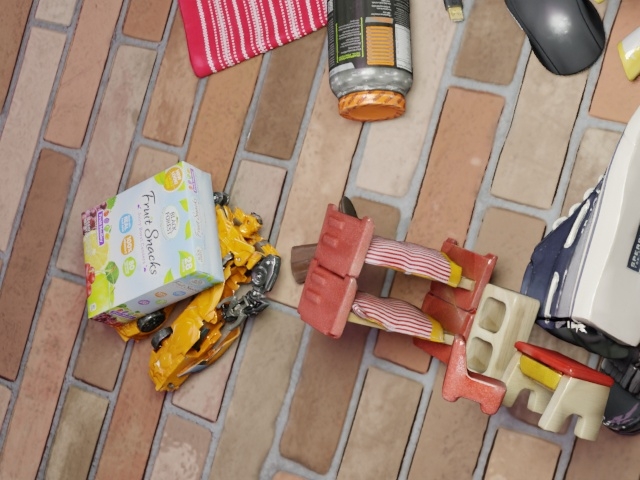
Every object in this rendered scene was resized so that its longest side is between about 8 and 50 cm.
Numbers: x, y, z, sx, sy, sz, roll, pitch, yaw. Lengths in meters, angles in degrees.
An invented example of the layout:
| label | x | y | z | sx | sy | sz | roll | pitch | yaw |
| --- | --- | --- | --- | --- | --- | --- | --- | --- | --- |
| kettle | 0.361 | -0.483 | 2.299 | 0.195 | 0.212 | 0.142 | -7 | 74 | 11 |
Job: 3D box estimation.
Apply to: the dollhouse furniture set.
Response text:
| label | x | y | z | sx | sy | sz | roll | pitch | yaw |
| --- | --- | --- | --- | --- | --- | --- | --- | --- | --- |
| dollhouse furniture set | 0.151 | 0.083 | 1.262 | 0.374 | 0.201 | 0.152 | 24 | 98 | 61 |

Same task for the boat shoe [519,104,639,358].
| label | x | y | z | sx | sy | sz | roll | pitch | yaw |
| --- | --- | --- | --- | --- | --- | --- | --- | --- | --- |
| boat shoe | 0.341 | -0.032 | 1.303 | 0.158 | 0.127 | 0.340 | 5 | 68 | 62 |

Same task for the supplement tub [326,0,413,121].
| label | x | y | z | sx | sy | sz | roll | pitch | yaw |
| --- | --- | --- | --- | --- | --- | --- | --- | --- | --- |
| supplement tub | 0.067 | -0.266 | 1.494 | 0.117 | 0.117 | 0.190 | -6 | 80 | 28 |

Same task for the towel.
| label | x | y | z | sx | sy | sz | roll | pitch | yaw |
| --- | --- | --- | --- | --- | --- | --- | --- | --- | --- |
| towel | -0.098 | -0.380 | 1.652 | 0.275 | 0.031 | 0.199 | -18 | 75 | 25 |

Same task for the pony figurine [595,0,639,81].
| label | x | y | z | sx | sy | sz | roll | pitch | yaw |
| --- | --- | --- | --- | --- | --- | --- | --- | --- | --- |
| pony figurine | 0.477 | -0.376 | 1.228 | 0.363 | 0.303 | 0.351 | -18 | 106 | 22 |

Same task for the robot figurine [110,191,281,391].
| label | x | y | z | sx | sy | sz | roll | pitch | yaw |
| --- | --- | --- | --- | --- | --- | --- | --- | --- | --- |
| robot figurine | -0.175 | 0.070 | 1.597 | 0.291 | 0.085 | 0.211 | -48 | 64 | 15 |

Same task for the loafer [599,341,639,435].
| label | x | y | z | sx | sy | sz | roll | pitch | yaw |
| --- | --- | --- | --- | --- | --- | --- | --- | --- | --- |
| loafer | 0.407 | 0.093 | 1.267 | 0.109 | 0.095 | 0.302 | 37 | 101 | 28 |

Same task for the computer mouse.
| label | x | y | z | sx | sy | sz | roll | pitch | yaw |
| --- | --- | --- | --- | --- | --- | --- | --- | --- | --- |
| computer mouse | 0.251 | -0.322 | 1.434 | 0.184 | 0.060 | 0.262 | -24 | 71 | 23 |

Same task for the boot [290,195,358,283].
| label | x | y | z | sx | sy | sz | roll | pitch | yaw |
| --- | --- | --- | --- | --- | --- | --- | --- | --- | --- |
| boot | 0.000 | 0.000 | 1.542 | 0.114 | 0.037 | 0.106 | -16 | 73 | 31 |

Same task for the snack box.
| label | x | y | z | sx | sy | sz | roll | pitch | yaw |
| --- | --- | --- | --- | --- | --- | --- | --- | --- | --- |
| snack box | -0.245 | 0.007 | 1.561 | 0.207 | 0.070 | 0.174 | -24 | 62 | 27 |
